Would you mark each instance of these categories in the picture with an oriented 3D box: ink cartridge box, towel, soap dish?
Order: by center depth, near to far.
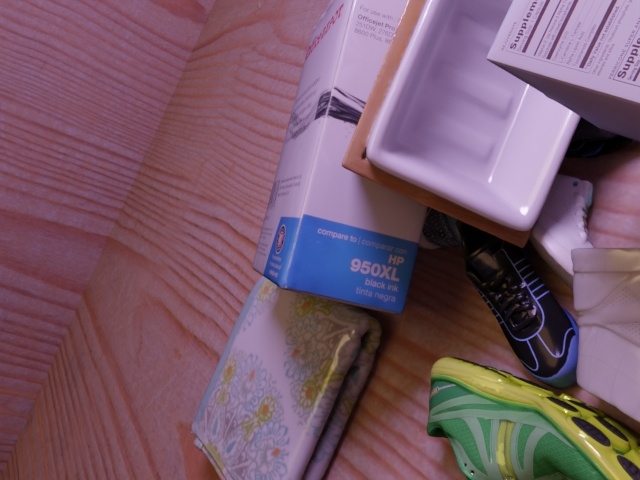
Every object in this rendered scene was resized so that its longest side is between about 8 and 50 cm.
[{"bbox_3d":[0.171,-0.168,0.656,0.291,0.229,0.118,-68,14,-1],"label":"soap dish"},{"bbox_3d":[0.041,-0.121,0.840,0.285,0.166,0.395,-169,93,-77],"label":"ink cartridge box"},{"bbox_3d":[-0.069,0.251,1.004,0.320,0.090,0.374,24,90,54],"label":"towel"}]

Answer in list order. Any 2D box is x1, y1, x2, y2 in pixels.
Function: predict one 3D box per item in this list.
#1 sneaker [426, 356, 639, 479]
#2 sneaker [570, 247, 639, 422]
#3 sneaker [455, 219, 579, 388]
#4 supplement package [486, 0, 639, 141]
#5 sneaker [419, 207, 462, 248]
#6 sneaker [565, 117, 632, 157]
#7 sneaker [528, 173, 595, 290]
[{"bbox_3d":[0.217,0.213,0.614,0.295,0.109,0.123,14,88,64],"label":"sneaker"},{"bbox_3d":[0.348,0.089,0.492,0.292,0.108,0.169,-2,86,58],"label":"sneaker"},{"bbox_3d":[0.221,0.062,0.699,0.081,0.090,0.232,-46,38,28],"label":"sneaker"},{"bbox_3d":[0.305,-0.154,0.405,0.262,0.199,0.198,39,111,47],"label":"supplement package"},{"bbox_3d":[0.209,-0.120,0.836,0.122,0.110,0.283,12,89,50],"label":"sneaker"},{"bbox_3d":[0.301,-0.165,0.739,0.217,0.079,0.121,27,102,63],"label":"sneaker"},{"bbox_3d":[0.283,-0.028,0.693,0.094,0.080,0.212,-32,46,11],"label":"sneaker"}]
